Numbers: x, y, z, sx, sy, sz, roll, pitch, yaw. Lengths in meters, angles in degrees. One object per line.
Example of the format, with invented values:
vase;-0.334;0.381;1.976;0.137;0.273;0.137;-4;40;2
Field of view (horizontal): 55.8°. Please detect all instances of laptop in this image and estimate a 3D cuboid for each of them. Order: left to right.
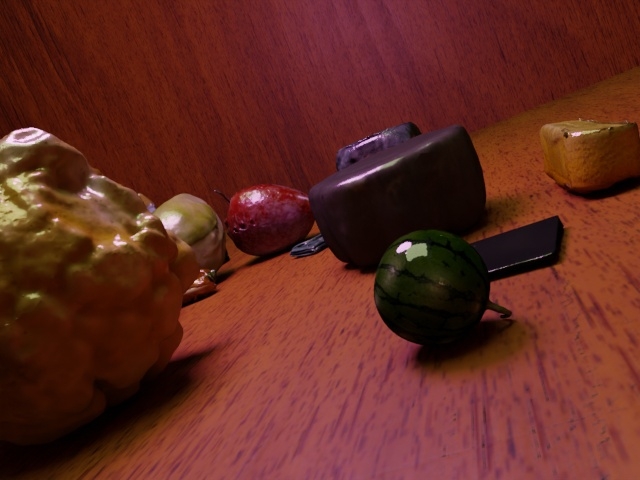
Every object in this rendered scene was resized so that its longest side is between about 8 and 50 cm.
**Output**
laptop;0.177;0.026;0.692;0.197;0.016;0.135;-20;9;29

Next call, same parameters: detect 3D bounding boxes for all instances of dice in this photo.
dice;0.150;-0.147;1.319;0.181;0.183;0.182;-21;7;24

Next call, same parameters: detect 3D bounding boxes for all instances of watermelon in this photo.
watermelon;0.097;0.041;0.507;0.108;0.109;0.109;-22;8;3

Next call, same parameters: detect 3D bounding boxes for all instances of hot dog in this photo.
hot dog;-0.304;0.112;1.311;0.188;0.055;0.072;-19;28;5

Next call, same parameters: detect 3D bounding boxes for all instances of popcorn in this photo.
popcorn;-0.363;0.064;0.738;0.390;0.344;0.354;-26;33;-3

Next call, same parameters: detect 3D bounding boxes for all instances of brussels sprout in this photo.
brussels sprout;-0.356;0.031;1.458;0.259;0.227;0.294;-6;42;43

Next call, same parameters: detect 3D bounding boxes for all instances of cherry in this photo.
cherry;-0.117;-0.057;1.498;0.249;0.192;0.175;-12;47;8

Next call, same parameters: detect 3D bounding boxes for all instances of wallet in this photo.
wallet;0.000;0.000;1.320;0.129;0.026;0.088;-29;10;-40

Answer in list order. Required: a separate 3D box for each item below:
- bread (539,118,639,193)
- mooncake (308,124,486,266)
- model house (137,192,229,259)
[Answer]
bread;0.378;-0.124;0.854;0.102;0.095;0.245;-12;10;10
mooncake;0.124;-0.070;0.977;0.306;0.154;0.306;-22;7;3
model house;-0.444;-0.017;1.772;0.253;0.291;0.184;-17;14;35
